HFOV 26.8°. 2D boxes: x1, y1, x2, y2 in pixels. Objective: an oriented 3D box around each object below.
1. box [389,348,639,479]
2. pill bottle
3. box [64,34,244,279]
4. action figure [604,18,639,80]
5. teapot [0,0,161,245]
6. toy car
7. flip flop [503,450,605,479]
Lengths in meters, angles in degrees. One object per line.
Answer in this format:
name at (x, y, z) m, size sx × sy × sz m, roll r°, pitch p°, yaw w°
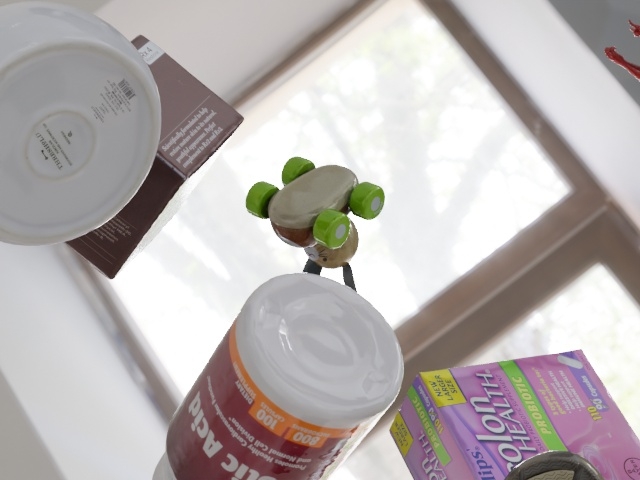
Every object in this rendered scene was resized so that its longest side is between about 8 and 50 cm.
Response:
box at (0.242, 0.256, 1.582) m, size 0.242 × 0.214 × 0.117 m, roll -5°, pitch -42°, yaw -26°
pill bottle at (-0.072, 0.243, 1.767) m, size 0.224 × 0.224 × 0.392 m, roll -18°, pitch -28°, yaw -42°
box at (-0.233, -0.099, 1.610) m, size 0.203 × 0.167 × 0.168 m, roll -49°, pitch 2°, yaw 38°
action figure at (0.415, -0.272, 1.716) m, size 0.091 × 0.139 × 0.280 m, roll -53°, pitch -36°, yaw -13°
teapot at (-0.293, -0.133, 1.309) m, size 0.252 × 0.187 × 0.256 m, roll -2°, pitch -60°, yaw -37°
toy car at (0.000, 0.000, 1.892) m, size 0.149 × 0.155 × 0.188 m, roll -38°, pitch -44°, yaw -35°
flip flop at (0.203, 0.268, 1.065) m, size 0.112 × 0.080 × 0.277 m, roll -16°, pitch -57°, yaw 16°
